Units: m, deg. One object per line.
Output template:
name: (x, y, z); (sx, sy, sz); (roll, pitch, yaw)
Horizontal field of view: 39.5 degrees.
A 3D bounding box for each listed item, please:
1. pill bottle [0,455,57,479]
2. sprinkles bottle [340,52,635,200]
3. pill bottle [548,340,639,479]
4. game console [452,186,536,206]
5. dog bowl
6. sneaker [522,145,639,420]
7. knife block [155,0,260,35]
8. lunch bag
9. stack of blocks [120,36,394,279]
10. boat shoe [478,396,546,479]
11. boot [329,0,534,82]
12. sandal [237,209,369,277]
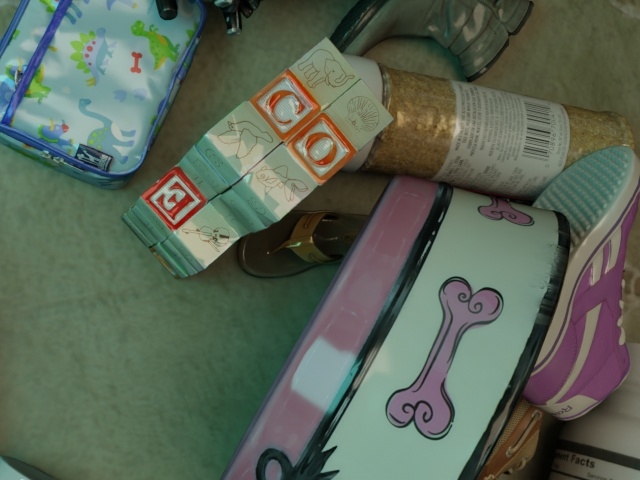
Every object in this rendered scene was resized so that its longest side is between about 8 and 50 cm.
pill bottle: (-0.307, 0.304, 0.791); (0.117, 0.117, 0.208); (33, 76, -12)
sprinkles bottle: (0.164, -0.113, 0.978); (0.355, 0.121, 0.121); (9, 82, -17)
pill bottle: (0.343, 0.305, 0.950); (0.210, 0.210, 0.363); (21, 79, -15)
game console: (0.164, 0.013, 0.988); (0.144, 0.124, 0.085); (8, 56, -17)
dog bowl: (0.047, 0.120, 0.789); (0.150, 0.408, 0.408); (29, 77, 2)
sneaker: (0.275, 0.048, 0.918); (0.161, 0.102, 0.282); (41, 71, -29)
knife block: (-0.139, -0.338, 0.865); (0.275, 0.088, 0.242); (45, 44, -10)
lunch bag: (-0.226, -0.173, 0.878); (0.176, 0.090, 0.219); (26, 77, -11)
stack of blocks: (-0.074, -0.059, 0.804); (0.171, 0.297, 0.087); (-43, 99, -18)
boat shoe: (0.180, 0.206, 0.957); (0.116, 0.123, 0.324); (39, 79, -19)
boot: (0.132, -0.239, 1.005); (0.246, 0.083, 0.161); (-46, 105, -15)
sandal: (0.000, 0.000, 0.952); (0.180, 0.049, 0.072); (-3, 86, -18)
